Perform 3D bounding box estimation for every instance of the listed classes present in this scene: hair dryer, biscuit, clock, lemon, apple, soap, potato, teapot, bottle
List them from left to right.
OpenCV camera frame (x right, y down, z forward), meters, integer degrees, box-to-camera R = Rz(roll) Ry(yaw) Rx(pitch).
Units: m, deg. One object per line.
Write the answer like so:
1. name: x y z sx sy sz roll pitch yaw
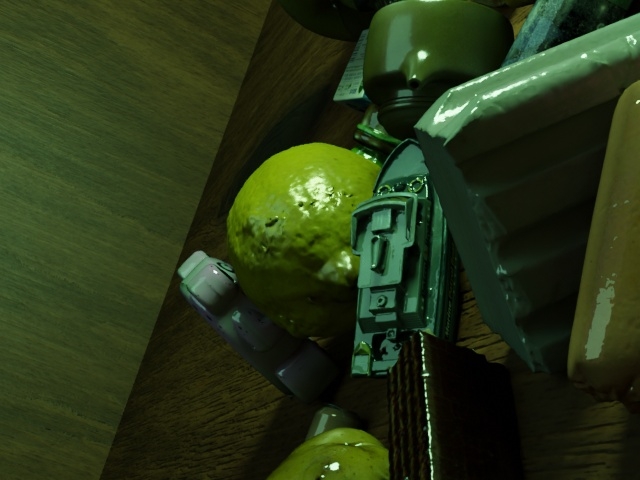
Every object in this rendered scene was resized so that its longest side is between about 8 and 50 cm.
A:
1. clock: -0.097 0.121 1.607 0.090 0.248 0.227 -47 15 -4
2. hair dryer: -0.006 0.276 1.444 0.182 0.064 0.117 145 146 -73
3. potato: -0.004 0.291 1.129 0.369 0.177 0.195 121 146 -79
4. lemon: 0.000 0.000 1.462 0.245 0.245 0.320 -63 19 16
5. apple: 0.054 -0.515 2.030 0.292 0.292 0.254 -40 25 59
6. teapot: 0.146 -0.182 1.377 0.268 0.186 0.175 34 -118 -69
7. biscuit: 0.123 0.191 1.020 0.070 0.106 0.252 -56 19 33
8. bottle: 0.253 -0.202 1.179 0.330 0.093 0.093 -63 15 15
9. soap: 0.260 -0.056 1.041 0.302 0.257 0.159 -23 12 -8

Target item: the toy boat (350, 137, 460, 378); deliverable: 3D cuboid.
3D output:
1. toy boat: 0.096 0.017 1.267 0.114 0.122 0.296 -9 67 35

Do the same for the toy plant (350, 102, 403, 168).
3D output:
1. toy plant: 0.082 -0.126 1.661 0.162 0.093 0.093 -64 15 8

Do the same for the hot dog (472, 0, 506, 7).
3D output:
1. hot dog: 0.249 -0.433 1.568 0.144 0.075 0.268 -56 17 35

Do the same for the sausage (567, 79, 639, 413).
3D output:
1. sausage: 0.258 -0.004 0.883 0.086 0.086 0.289 -33 38 64

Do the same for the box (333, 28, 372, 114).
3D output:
1. box: 0.101 -0.286 1.865 0.139 0.073 0.194 -67 15 0

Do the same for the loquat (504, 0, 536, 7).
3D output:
1. loquat: 0.262 -0.335 1.322 0.137 0.113 0.137 -39 1 1

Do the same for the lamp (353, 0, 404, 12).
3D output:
1. lamp: 0.102 -0.486 1.742 0.205 0.374 0.272 152 112 -65
